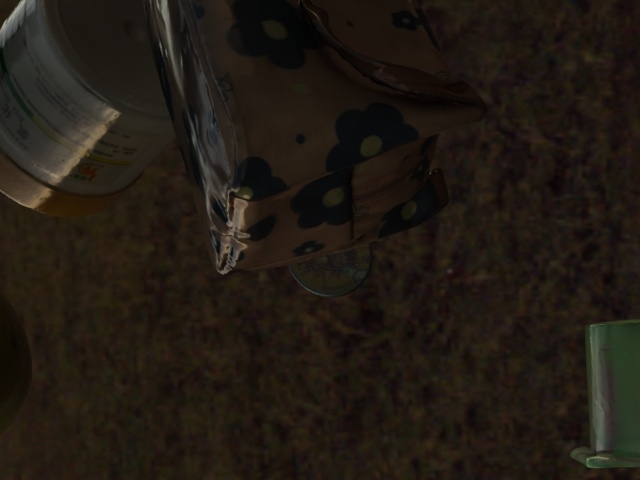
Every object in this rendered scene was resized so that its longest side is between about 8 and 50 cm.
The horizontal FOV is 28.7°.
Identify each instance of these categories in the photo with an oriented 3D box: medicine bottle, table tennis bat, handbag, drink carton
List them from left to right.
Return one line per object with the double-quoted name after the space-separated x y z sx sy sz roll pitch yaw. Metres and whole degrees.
-0.273 -0.181 1.458 0.232 0.238 0.238 -39 54 42 "medicine bottle"
-0.011 -0.122 0.891 0.190 0.193 0.251 110 146 -61 "handbag"
0.000 0.000 1.497 0.155 0.100 0.019 57 177 24 "table tennis bat"
0.323 0.150 1.250 0.144 0.146 0.142 76 -170 -85 "drink carton"

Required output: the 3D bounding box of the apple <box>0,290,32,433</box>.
-0.391 0.105 1.074 0.279 0.279 0.279 179 90 -65 "apple"
